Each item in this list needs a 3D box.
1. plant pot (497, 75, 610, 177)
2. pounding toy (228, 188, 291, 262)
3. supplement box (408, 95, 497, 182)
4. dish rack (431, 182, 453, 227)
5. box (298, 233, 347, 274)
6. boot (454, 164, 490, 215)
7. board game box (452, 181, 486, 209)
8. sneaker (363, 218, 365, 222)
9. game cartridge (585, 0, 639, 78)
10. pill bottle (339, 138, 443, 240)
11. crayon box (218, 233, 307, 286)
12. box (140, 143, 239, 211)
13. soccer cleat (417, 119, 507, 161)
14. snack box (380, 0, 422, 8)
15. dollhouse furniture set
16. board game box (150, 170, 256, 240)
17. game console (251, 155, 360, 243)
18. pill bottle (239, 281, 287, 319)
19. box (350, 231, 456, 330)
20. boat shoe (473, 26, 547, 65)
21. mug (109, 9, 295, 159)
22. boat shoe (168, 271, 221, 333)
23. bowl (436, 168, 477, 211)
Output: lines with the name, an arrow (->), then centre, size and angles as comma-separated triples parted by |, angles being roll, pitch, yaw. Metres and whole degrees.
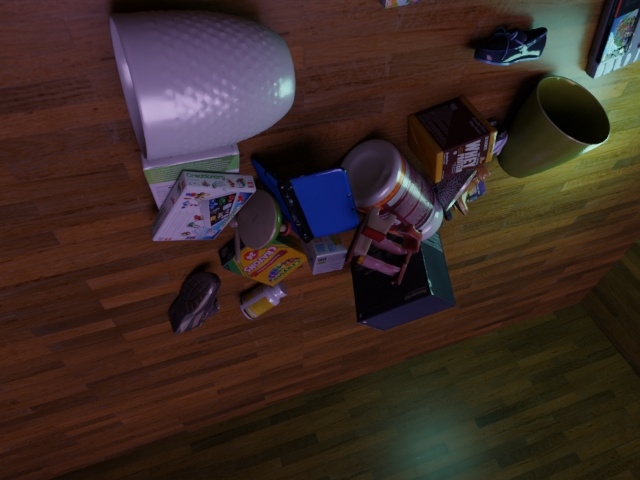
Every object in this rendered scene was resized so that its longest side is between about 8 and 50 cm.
plant pot -> 0.751, -0.349, 1.515 | 0.274, 0.275, 0.294 | -7, 157, -21
pounding toy -> -0.176, -0.050, 1.387 | 0.110, 0.183, 0.236 | 3, 153, -47
supplement box -> 0.402, -0.316, 1.384 | 0.193, 0.192, 0.129 | -22, 144, -4
dish rack -> 0.390, -0.091, 1.767 | 0.271, 0.074, 0.208 | -29, 142, 10
box -> 0.000, 0.000, 1.546 | 0.114, 0.203, 0.103 | -10, 143, -18
boot -> 0.545, -0.204, 1.620 | 0.152, 0.197, 0.073 | -22, -175, 4
board game box -> 0.563, -0.208, 1.733 | 0.141, 0.048, 0.170 | -30, 144, 10
sneaker -> 0.190, -0.064, 1.695 | 0.067, 0.064, 0.175 | -8, 140, -4
game cartridge -> 0.958, -0.684, 1.350 | 0.230, 0.068, 0.355 | -27, 144, -3
pill bottle -> 0.246, -0.146, 1.483 | 0.224, 0.224, 0.392 | -38, 141, 19
crayon box -> -0.183, 0.059, 1.623 | 0.202, 0.081, 0.318 | -39, 142, 19
box -> -0.338, -0.152, 1.215 | 0.232, 0.059, 0.322 | -13, 161, -15
soccer cleat -> 0.487, -0.293, 1.525 | 0.330, 0.116, 0.143 | -19, 145, -6
snack box -> 0.193, -0.617, 1.019 | 0.100, 0.037, 0.141 | -15, 143, -10
dollhouse furniture set -> 0.201, 0.030, 1.404 | 0.201, 0.152, 0.374 | 22, 173, 1
board game box -> -0.332, -0.086, 1.232 | 0.192, 0.053, 0.305 | -2, 156, -38
game console -> -0.040, -0.141, 1.350 | 0.173, 0.250, 0.293 | -38, 146, -12
pill bottle -> -0.229, 0.232, 1.795 | 0.184, 0.103, 0.103 | -32, 143, 11
box -> 0.304, 0.144, 1.728 | 0.343, 0.313, 0.178 | -28, 142, 36
boat shoe -> 0.532, -0.557, 1.253 | 0.258, 0.109, 0.089 | -24, 140, -29
mug -> -0.251, -0.324, 0.983 | 0.327, 0.277, 0.374 | -16, 174, -23
boat shoe -> -0.450, 0.225, 1.664 | 0.130, 0.133, 0.355 | -1, 148, -43
bowl -> 0.448, -0.190, 1.517 | 0.170, 0.080, 0.170 | -48, 165, -17
